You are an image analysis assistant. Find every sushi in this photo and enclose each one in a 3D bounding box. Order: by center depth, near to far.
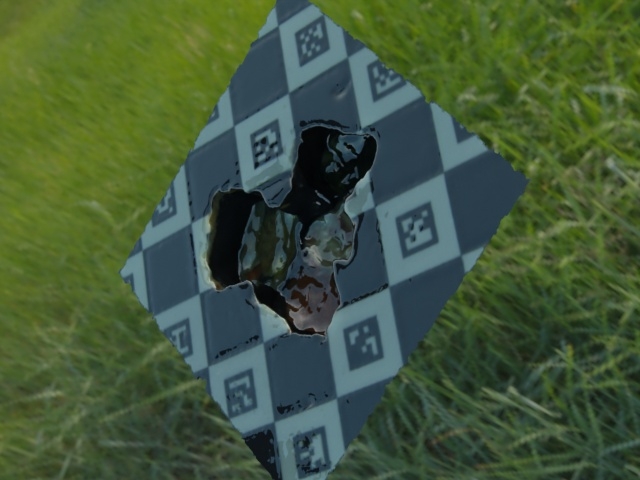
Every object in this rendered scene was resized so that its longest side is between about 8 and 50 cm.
[{"bbox_3d":[0.000,0.000,0.708,0.231,0.047,0.219,46,111,40],"label":"sushi"}]
